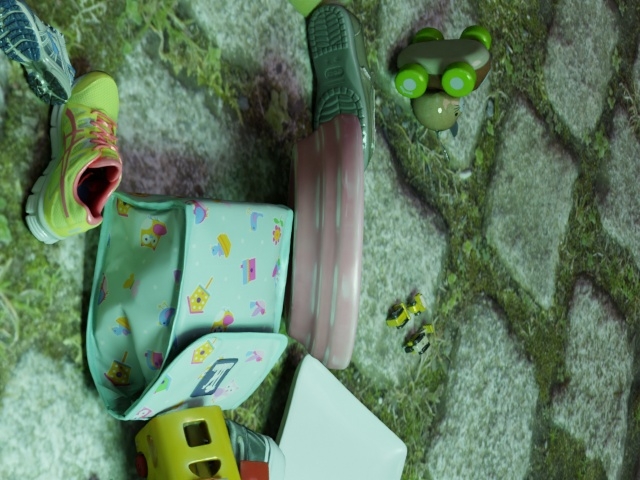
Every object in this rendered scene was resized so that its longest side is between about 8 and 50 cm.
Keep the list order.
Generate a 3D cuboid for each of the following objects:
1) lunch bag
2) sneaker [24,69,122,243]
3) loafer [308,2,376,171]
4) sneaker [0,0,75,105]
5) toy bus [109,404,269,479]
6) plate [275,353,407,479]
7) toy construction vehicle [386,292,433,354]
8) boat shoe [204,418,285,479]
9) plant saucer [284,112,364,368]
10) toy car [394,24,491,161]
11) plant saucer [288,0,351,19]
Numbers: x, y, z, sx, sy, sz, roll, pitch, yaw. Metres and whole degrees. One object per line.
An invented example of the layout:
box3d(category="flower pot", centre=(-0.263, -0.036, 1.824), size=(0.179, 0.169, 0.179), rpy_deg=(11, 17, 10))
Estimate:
box3d(category="lunch bag", centre=(-0.149, 0.080, 1.503), size=(0.223, 0.160, 0.262), rpy_deg=(3, 93, -58))
box3d(category="sneaker", centre=(-0.249, -0.093, 1.421), size=(0.081, 0.094, 0.208), rpy_deg=(34, 59, -48))
box3d(category="loafer", centre=(0.046, -0.215, 1.860), size=(0.087, 0.094, 0.251), rpy_deg=(-11, 99, -54))
box3d(category="sneaker", centre=(-0.307, -0.213, 1.394), size=(0.058, 0.052, 0.135), rpy_deg=(-72, 149, -44))
box3d(category="toy bus", centre=(-0.137, 0.287, 1.460), size=(0.202, 0.104, 0.191), rpy_deg=(33, 55, -6))
box3d(category="plate", centre=(0.006, 0.341, 1.779), size=(0.277, 0.045, 0.278), rpy_deg=(47, 47, -38))
box3d(category="toy construction vehicle", centre=(0.141, 0.133, 2.039), size=(0.098, 0.035, 0.085), rpy_deg=(-45, 113, -51))
box3d(category="boat shoe", centre=(-0.138, 0.374, 1.556), size=(0.119, 0.121, 0.335), rpy_deg=(39, 46, -35))
box3d(category="plant saucer", centre=(0.000, 0.000, 1.674), size=(0.332, 0.084, 0.332), rpy_deg=(-178, -90, -87))
box3d(category="toy car", centre=(0.205, -0.227, 2.072), size=(0.155, 0.149, 0.188), rpy_deg=(-64, 149, -50))
box3d(category="plant saucer", centre=(0.002, -0.438, 1.865), size=(0.241, 0.037, 0.240), rpy_deg=(7, 81, -55))
